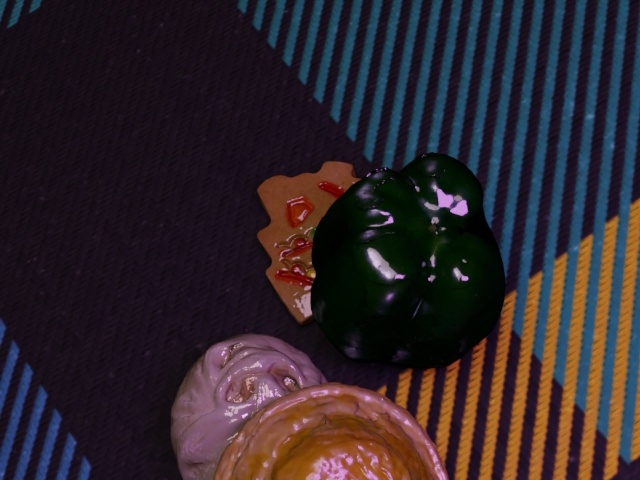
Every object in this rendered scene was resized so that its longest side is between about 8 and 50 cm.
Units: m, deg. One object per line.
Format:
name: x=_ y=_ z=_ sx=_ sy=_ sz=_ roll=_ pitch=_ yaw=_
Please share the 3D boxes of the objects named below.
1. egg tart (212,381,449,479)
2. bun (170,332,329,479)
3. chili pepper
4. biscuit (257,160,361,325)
egg tart: x=0.026 y=0.319 z=1.511 sx=0.319 sy=0.128 sz=0.319 roll=2 pitch=79 yaw=-12
bun: x=-0.088 y=0.214 z=1.640 sx=0.231 sy=0.133 sz=0.231 roll=-5 pitch=62 yaw=9
chili pepper: x=0.104 y=0.028 z=1.611 sx=0.233 sy=0.256 sz=0.248 roll=-14 pitch=71 yaw=-11
biscuit: x=0.000 y=0.000 z=1.773 sx=0.212 sy=0.041 sz=0.238 roll=8 pitch=66 yaw=14
